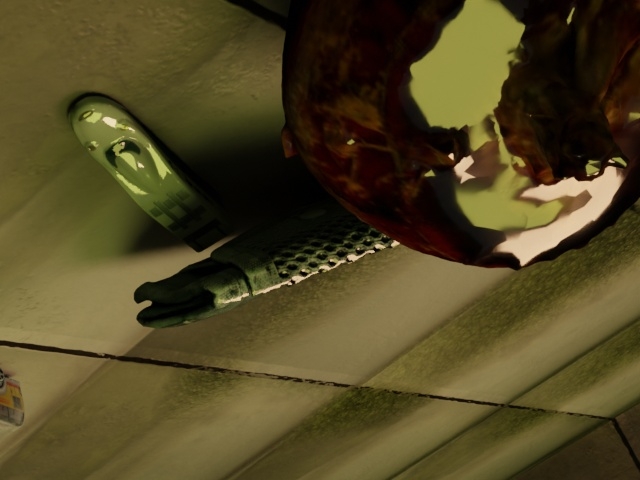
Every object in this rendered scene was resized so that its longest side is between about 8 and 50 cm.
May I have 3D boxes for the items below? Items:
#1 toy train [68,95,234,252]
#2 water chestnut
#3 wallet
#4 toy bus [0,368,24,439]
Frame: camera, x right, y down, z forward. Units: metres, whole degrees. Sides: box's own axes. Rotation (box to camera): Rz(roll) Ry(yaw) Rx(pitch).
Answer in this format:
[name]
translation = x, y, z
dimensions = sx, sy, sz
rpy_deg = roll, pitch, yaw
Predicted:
[toy train]
translation = -0.151, -0.057, 1.000
dimensions = 0.052, 0.051, 0.234
rpy_deg = -32, 152, 6
[water chestnut]
translation = 0.142, -0.122, 0.832
dimensions = 0.350, 0.302, 0.350
rpy_deg = -11, 126, -16
[wallet]
translation = 0.000, 0.000, 1.094
dimensions = 0.342, 0.075, 0.237
rpy_deg = -19, -178, -27
[toy bus]
translation = -0.389, 0.165, 1.172
dimensions = 0.064, 0.075, 0.190
rpy_deg = -31, 151, 11
